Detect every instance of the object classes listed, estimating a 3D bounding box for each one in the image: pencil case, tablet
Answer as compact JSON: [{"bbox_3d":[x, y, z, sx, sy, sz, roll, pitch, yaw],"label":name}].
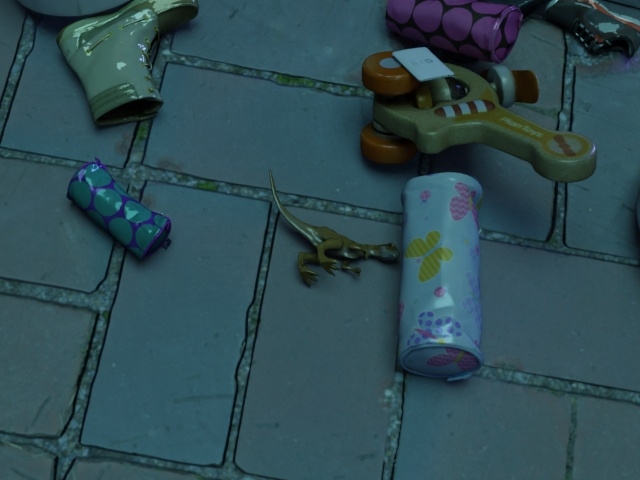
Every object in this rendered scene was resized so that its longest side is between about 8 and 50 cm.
[{"bbox_3d":[-0.269,-0.042,1.684,0.151,0.064,0.070,38,81,12],"label":"pencil case"},{"bbox_3d":[0.161,0.045,1.662,0.113,0.124,0.273,-8,59,21],"label":"pencil case"},{"bbox_3d":[0.197,-0.327,1.830,0.209,0.095,0.098,28,46,34],"label":"pencil case"},{"bbox_3d":[0.138,-0.239,1.694,0.054,0.006,0.083,-12,39,-21],"label":"tablet"}]

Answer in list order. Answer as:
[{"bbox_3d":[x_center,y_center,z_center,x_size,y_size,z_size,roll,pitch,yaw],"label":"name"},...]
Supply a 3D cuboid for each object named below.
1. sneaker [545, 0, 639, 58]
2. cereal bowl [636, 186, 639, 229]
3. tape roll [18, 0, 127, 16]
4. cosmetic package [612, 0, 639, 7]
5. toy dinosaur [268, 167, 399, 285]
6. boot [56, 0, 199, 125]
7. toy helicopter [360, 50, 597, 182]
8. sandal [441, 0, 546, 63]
[{"bbox_3d":[0.415,-0.322,1.911,0.157,0.061,0.065,18,71,5],"label":"sneaker"},{"bbox_3d":[0.611,-0.059,1.705,0.338,0.141,0.339,4,48,-5],"label":"cereal bowl"},{"bbox_3d":[-0.353,-0.462,1.793,0.246,0.169,0.246,-4,49,5],"label":"tape roll"},{"bbox_3d":[0.500,-0.474,1.925,0.151,0.184,0.152,15,62,1],"label":"cosmetic package"},{"bbox_3d":[0.000,0.000,1.706,0.211,0.064,0.112,25,45,-4],"label":"toy dinosaur"},{"bbox_3d":[-0.251,-0.261,1.792,0.213,0.077,0.165,-22,67,-11],"label":"boot"},{"bbox_3d":[0.234,-0.167,1.719,0.235,0.140,0.355,-29,43,-35],"label":"toy helicopter"},{"bbox_3d":[0.280,-0.361,1.924,0.254,0.054,0.097,-39,64,-12],"label":"sandal"}]
